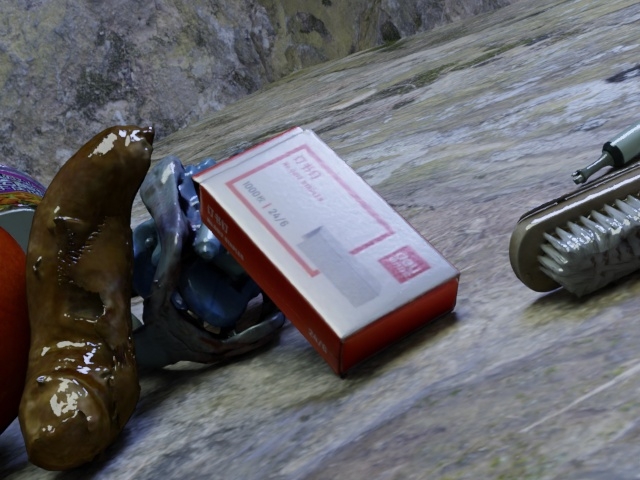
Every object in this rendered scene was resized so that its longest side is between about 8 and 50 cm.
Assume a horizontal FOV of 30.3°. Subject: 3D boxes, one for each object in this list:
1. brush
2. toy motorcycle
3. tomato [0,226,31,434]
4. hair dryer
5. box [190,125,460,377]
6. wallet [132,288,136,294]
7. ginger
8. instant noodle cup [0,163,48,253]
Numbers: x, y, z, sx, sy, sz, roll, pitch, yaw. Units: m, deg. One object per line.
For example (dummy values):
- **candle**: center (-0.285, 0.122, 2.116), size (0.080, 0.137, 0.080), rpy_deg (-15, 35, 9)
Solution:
- **brush**: center (0.300, -0.038, 0.899), size (0.327, 0.070, 0.065), rpy_deg (-24, 31, -9)
- **toy motorcycle**: center (-0.136, 0.007, 1.192), size (0.241, 0.182, 0.319), rpy_deg (-25, 14, -9)
- **tomato**: center (-0.390, 0.106, 1.067), size (0.298, 0.298, 0.226), rpy_deg (-27, 51, -15)
- **hair dryer**: center (0.324, -0.112, 1.182), size (0.198, 0.057, 0.100), rpy_deg (-32, 13, -13)
- **box**: center (0.000, 0.000, 0.992), size (0.123, 0.050, 0.229), rpy_deg (-27, 52, -22)
- **wallet**: center (-0.271, 0.043, 1.608), size (0.250, 0.044, 0.149), rpy_deg (-15, 19, 33)
- **ginger**: center (-0.206, 0.053, 1.029), size (0.107, 0.309, 0.133), rpy_deg (4, -25, -10)
- **instant noodle cup**: center (-0.378, 0.041, 1.403), size (0.251, 0.251, 0.190), rpy_deg (-29, 23, -23)
